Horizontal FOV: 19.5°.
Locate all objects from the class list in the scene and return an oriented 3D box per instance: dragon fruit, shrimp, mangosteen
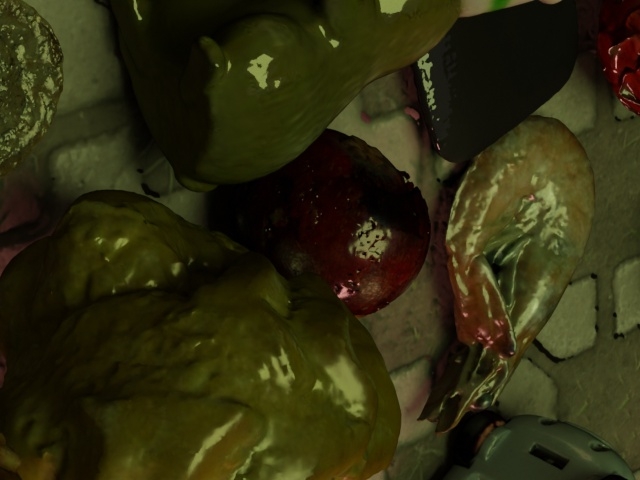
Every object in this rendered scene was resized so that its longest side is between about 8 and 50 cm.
[{"bbox_3d":[0.345,-0.197,1.742,0.172,0.172,0.209,47,60,-40],"label":"dragon fruit"},{"bbox_3d":[0.160,0.030,1.727,0.168,0.077,0.317,32,78,-33],"label":"shrimp"},{"bbox_3d":[0.000,0.000,1.519,0.166,0.166,0.180,-2,135,-41],"label":"mangosteen"}]

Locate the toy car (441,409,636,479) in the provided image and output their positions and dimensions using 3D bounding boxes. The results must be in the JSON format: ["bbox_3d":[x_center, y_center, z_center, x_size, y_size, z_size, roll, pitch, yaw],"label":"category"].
[{"bbox_3d":[0.194,0.312,1.780,0.270,0.180,0.212,-49,140,-19],"label":"toy car"}]

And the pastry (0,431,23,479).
[{"bbox_3d":[-0.362,0.191,1.116,0.409,0.409,0.245,-7,115,-40],"label":"pastry"}]

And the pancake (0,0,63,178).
[{"bbox_3d":[-0.253,-0.114,1.340,0.151,0.025,0.152,-15,115,-37],"label":"pancake"}]

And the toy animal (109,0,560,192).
[{"bbox_3d":[0.013,-0.190,1.437,0.363,0.181,0.180,-37,124,-21],"label":"toy animal"}]

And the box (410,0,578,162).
[{"bbox_3d":[0.149,-0.196,1.656,0.201,0.042,0.212,-35,124,-28],"label":"box"}]

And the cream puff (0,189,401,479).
[{"bbox_3d":[-0.089,0.091,1.345,0.323,0.274,0.270,11,70,-63],"label":"cream puff"}]
